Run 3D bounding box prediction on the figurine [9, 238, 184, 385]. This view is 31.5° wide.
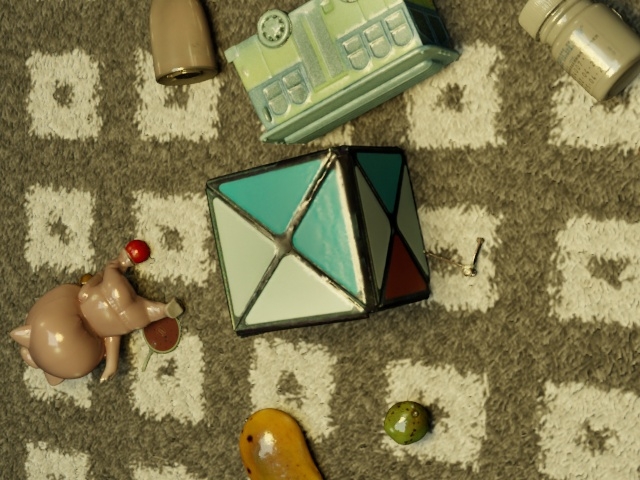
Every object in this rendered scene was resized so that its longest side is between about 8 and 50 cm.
[{"bbox_3d":[-0.392,0.134,2.004,0.287,0.186,0.176,-36,114,6],"label":"figurine"}]

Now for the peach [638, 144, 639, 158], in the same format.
[{"bbox_3d":[0.515,-0.101,1.516,0.152,0.152,0.152,3,96,27],"label":"peach"}]

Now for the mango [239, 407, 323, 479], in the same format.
[{"bbox_3d":[-0.069,0.364,1.875,0.115,0.090,0.178,-25,91,19],"label":"mango"}]

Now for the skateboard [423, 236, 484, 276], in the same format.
[{"bbox_3d":[0.203,0.016,1.737,0.083,0.032,0.064,18,92,23],"label":"skateboard"}]

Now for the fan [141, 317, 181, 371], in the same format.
[{"bbox_3d":[-0.292,0.179,2.018,0.085,0.005,0.133,34,108,21],"label":"fan"}]

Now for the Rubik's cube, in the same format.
[{"bbox_3d":[0.000,0.000,1.717,0.248,0.250,0.246,-13,88,25],"label":"Rubik's cube"}]

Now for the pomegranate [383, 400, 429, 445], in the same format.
[{"bbox_3d":[0.135,0.284,1.779,0.073,0.084,0.073,0,83,0],"label":"pomegranate"}]

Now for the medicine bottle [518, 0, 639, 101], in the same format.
[{"bbox_3d":[0.368,-0.283,1.582,0.168,0.105,0.105,49,113,15],"label":"medicine bottle"}]

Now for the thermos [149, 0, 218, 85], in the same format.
[{"bbox_3d":[-0.246,-0.361,1.903,0.137,0.105,0.193,-19,81,58],"label":"thermos"}]

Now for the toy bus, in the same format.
[{"bbox_3d":[0.029,-0.286,1.731,0.312,0.152,0.190,-26,82,26],"label":"toy bus"}]
